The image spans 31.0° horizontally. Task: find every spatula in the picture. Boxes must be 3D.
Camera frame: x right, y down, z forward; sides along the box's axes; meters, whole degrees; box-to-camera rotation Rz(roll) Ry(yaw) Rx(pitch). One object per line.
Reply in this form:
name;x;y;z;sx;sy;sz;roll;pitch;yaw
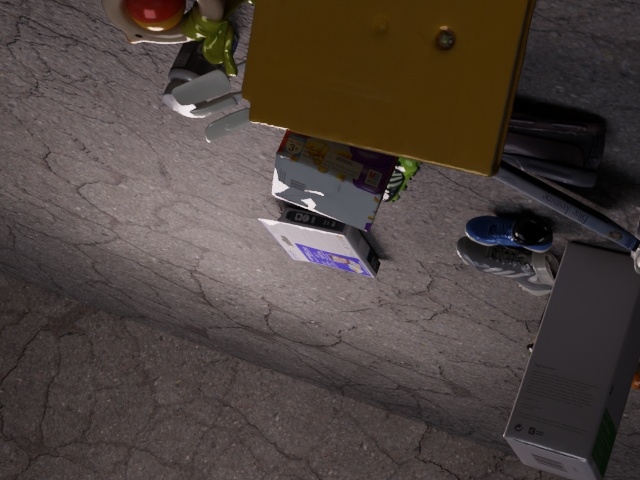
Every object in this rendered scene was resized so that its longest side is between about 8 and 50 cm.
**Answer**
spatula;-0.084;-0.228;1.698;0.242;0.019;0.168;-22;149;7

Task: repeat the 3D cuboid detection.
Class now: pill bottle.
pill bottle;-0.184;-0.261;1.752;0.078;0.137;0.078;19;161;7

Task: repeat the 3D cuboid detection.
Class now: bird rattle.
bird rattle;-0.190;-0.318;1.525;0.207;0.143;0.253;-6;162;8

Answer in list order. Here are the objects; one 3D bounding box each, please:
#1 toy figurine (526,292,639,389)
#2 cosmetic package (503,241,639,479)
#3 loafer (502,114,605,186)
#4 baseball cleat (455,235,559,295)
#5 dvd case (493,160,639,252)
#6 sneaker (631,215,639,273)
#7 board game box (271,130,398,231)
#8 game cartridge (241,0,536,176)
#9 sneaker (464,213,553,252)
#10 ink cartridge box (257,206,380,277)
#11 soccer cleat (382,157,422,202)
toy figurine;0.529;0.201;2.215;0.213;0.148;0.209;36;157;-35
cosmetic package;0.454;0.214;1.994;0.155;0.366;0.197;14;162;27
loafer;0.259;-0.162;1.647;0.302;0.095;0.109;20;-168;19
baseball cleat;0.352;0.031;2.097;0.206;0.072;0.109;23;148;-16
dvd case;0.347;-0.067;1.740;0.253;0.022;0.180;26;-170;-10
sneaker;0.507;-0.011;1.702;0.090;0.115;0.232;15;160;18
board game box;0.054;-0.177;1.501;0.142;0.275;0.144;21;161;3
game cartridge;0.076;-0.245;1.325;0.323;0.285;0.052;16;-166;20
sneaker;0.323;-0.019;1.971;0.152;0.058;0.084;14;166;10
ink cartridge box;0.000;0.000;2.411;0.208;0.045;0.206;11;159;26
soccer cleat;0.124;-0.120;1.936;0.072;0.060;0.179;32;155;2
